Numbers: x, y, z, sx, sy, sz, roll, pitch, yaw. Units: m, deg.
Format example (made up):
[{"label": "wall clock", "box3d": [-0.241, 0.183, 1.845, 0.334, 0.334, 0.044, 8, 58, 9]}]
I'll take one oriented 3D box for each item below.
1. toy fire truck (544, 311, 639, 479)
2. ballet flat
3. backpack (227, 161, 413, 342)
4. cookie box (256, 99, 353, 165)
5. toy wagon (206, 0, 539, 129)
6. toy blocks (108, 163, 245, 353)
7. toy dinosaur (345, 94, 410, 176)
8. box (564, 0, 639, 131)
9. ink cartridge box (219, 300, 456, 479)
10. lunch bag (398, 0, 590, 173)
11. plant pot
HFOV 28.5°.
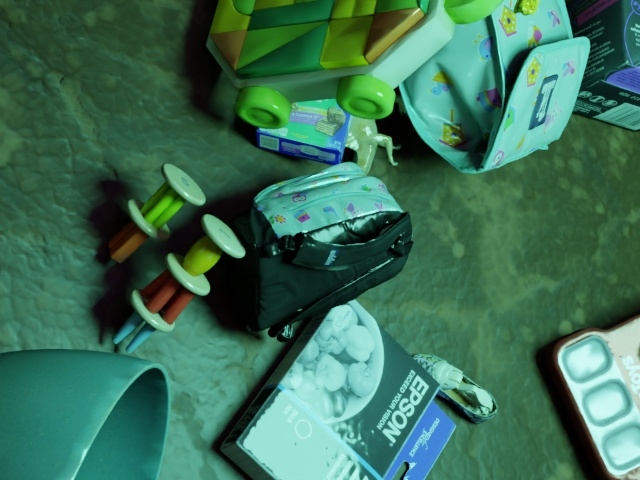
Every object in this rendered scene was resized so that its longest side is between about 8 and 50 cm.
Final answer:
[{"label": "toy fire truck", "box3d": [0.419, 0.213, 1.444, 0.254, 0.169, 0.302, -23, 88, -9]}, {"label": "ballet flat", "box3d": [0.147, 0.155, 1.349, 0.114, 0.041, 0.041, 38, 61, -17]}, {"label": "backpack", "box3d": [0.000, 0.000, 1.236, 0.182, 0.152, 0.115, -21, 56, -23]}, {"label": "cookie box", "box3d": [-0.011, -0.141, 1.314, 0.092, 0.040, 0.107, 13, 67, 3]}, {"label": "toy wagon", "box3d": [0.049, -0.247, 1.233, 0.068, 0.344, 0.267, 39, 56, -49]}, {"label": "toy blocks", "box3d": [-0.157, 0.020, 1.174, 0.123, 0.148, 0.054, 51, 14, 25]}, {"label": "toy dinosaur", "box3d": [0.044, -0.139, 1.360, 0.092, 0.053, 0.183, -13, 84, -31]}, {"label": "box", "box3d": [0.378, -0.293, 1.547, 0.165, 0.143, 0.270, 13, 70, -30]}, {"label": "ink cartridge box", "box3d": [0.034, 0.194, 1.268, 0.208, 0.045, 0.206, 45, 59, -15]}, {"label": "lunch bag", "box3d": [0.186, -0.213, 1.385, 0.223, 0.160, 0.262, -25, 99, -55]}, {"label": "plant pot", "box3d": [-0.261, 0.207, 0.979, 0.195, 0.290, 0.290, 16, 65, 8]}]
